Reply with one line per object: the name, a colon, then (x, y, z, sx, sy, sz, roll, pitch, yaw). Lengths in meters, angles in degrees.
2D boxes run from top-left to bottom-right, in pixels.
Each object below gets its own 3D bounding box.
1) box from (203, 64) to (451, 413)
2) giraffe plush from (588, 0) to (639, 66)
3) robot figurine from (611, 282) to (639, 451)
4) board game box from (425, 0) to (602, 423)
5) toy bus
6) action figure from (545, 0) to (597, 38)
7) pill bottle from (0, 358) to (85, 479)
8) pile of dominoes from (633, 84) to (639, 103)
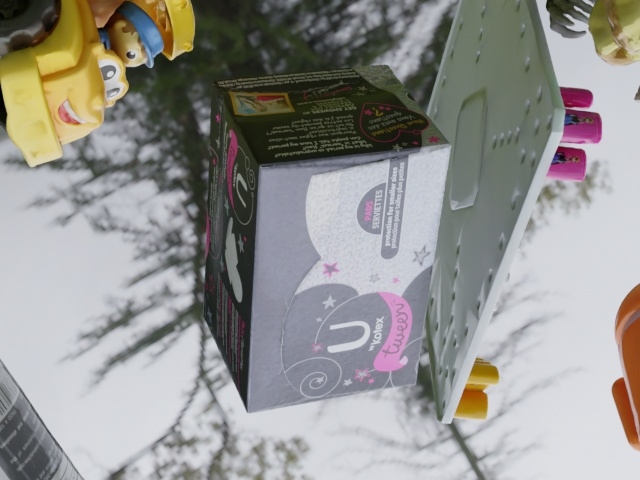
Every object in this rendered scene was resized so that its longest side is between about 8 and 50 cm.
box: (0.000, 0.000, 1.086, 0.163, 0.247, 0.142, -8, -142, -18)
giraffe plush: (0.218, -0.208, 0.711, 0.181, 0.170, 0.210, -19, 178, -12)
robot figurine: (0.334, 0.114, 1.162, 0.128, 0.158, 0.219, -4, -131, 0)
board game box: (0.167, -0.084, 1.293, 0.050, 0.390, 0.390, 7, -138, -8)
toy bus: (-0.158, -0.187, 0.964, 0.211, 0.220, 0.149, -12, 155, -9)
action figure: (0.217, -0.254, 1.092, 0.275, 0.164, 0.141, 6, -148, -19)
pill bottle: (-0.293, 0.225, 1.141, 0.162, 0.278, 0.162, -26, -161, 10)
pile of dominoes: (0.329, -0.110, 1.009, 0.251, 0.196, 0.040, -143, -104, -79)
